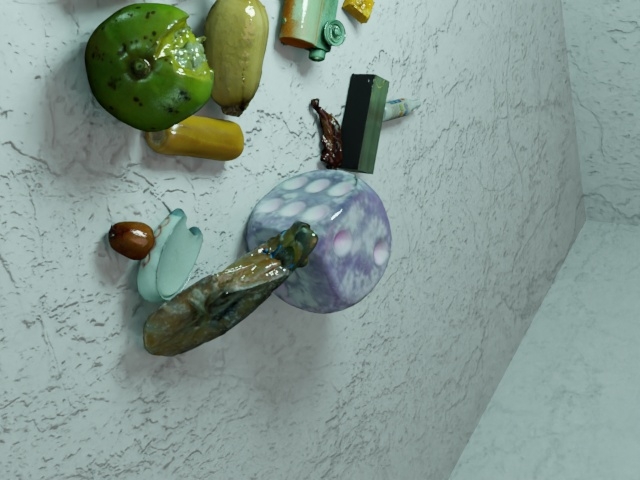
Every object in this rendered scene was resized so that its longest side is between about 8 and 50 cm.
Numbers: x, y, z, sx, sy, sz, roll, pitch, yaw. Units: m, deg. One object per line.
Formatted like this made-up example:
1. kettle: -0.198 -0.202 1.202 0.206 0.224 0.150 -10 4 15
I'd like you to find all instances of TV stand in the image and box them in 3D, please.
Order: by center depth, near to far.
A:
1. TV stand: 0.117 -0.329 1.871 0.083 0.088 0.269 10 91 -51

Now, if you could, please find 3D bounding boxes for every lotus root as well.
1. lotus root: -0.186 -0.419 1.429 0.146 0.131 0.303 -63 165 -69

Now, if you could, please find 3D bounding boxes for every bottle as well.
1. bottle: 0.243 -0.406 2.036 0.217 0.060 0.060 -22 115 -46

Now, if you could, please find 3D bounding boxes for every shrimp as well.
1. shrimp: -0.197 0.102 1.430 0.446 0.110 0.221 -37 152 -1

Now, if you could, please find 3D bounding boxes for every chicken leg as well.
1. chicken leg: 0.024 -0.285 1.798 0.089 0.048 0.219 -35 124 -46

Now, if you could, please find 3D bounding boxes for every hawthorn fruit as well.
1. hawthorn fruit: -0.384 -0.005 1.328 0.093 0.081 0.081 30 75 -40

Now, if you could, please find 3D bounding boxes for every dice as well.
1. dice: 0.000 0.000 1.655 0.270 0.270 0.271 -46 131 -35

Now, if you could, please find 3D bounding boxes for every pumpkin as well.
1. pumpkin: 0.104 -0.645 1.812 0.083 0.054 0.074 30 70 -28

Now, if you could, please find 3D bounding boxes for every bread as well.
1. bread: -0.263 -0.222 1.433 0.239 0.074 0.092 -3 106 -51

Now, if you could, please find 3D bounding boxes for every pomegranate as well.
1. pomegranate: -0.311 -0.337 1.262 0.302 0.236 0.236 -78 160 -65

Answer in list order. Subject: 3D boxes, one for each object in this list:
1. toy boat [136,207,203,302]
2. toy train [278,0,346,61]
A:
1. toy boat: -0.331 0.036 1.420 0.134 0.079 0.207 61 43 -56
2. toy train: -0.019 -0.595 1.633 0.177 0.116 0.285 8 93 -40
